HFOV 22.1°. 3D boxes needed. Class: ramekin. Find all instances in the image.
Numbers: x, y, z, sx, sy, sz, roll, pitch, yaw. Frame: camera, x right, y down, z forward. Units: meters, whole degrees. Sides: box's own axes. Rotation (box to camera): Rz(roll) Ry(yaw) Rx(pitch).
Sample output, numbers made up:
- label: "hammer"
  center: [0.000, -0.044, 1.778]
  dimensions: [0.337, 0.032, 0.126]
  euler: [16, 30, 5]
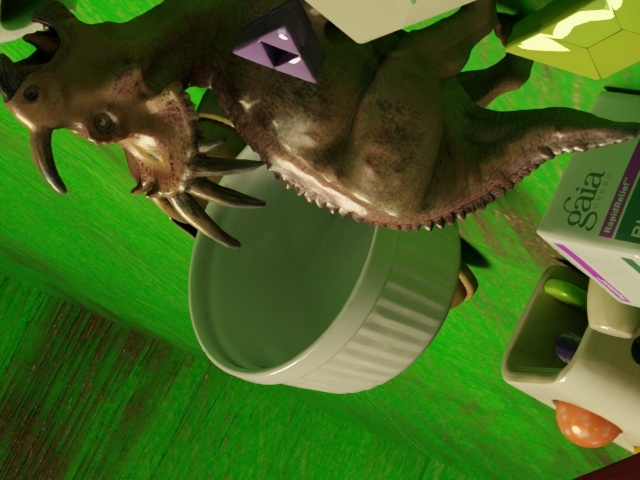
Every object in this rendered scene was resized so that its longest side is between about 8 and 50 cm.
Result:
- label: "ramekin"
  center: [0.008, 0.016, 1.217]
  dimensions: [0.109, 0.207, 0.207]
  euler: [24, 172, -39]

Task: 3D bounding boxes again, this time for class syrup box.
- label: "syrup box"
  center: [0.240, -0.006, 0.857]
  dimensions: [0.237, 0.093, 0.096]
  euler: [14, 164, 46]

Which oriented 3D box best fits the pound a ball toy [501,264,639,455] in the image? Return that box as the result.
- label: "pound a ball toy"
  center: [0.280, 0.120, 1.229]
  dimensions: [0.319, 0.135, 0.208]
  euler: [29, 168, -17]

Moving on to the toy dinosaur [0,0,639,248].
- label: "toy dinosaur"
  center: [0.003, -0.065, 0.848]
  dimensions: [0.296, 0.200, 0.127]
  euler: [25, 169, 4]

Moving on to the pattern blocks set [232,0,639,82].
- label: "pattern blocks set"
  center: [0.023, -0.147, 0.646]
  dimensions: [0.285, 0.026, 0.325]
  euler: [28, 151, -16]

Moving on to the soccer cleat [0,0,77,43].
- label: "soccer cleat"
  center: [-0.265, -0.211, 1.034]
  dimensions: [0.143, 0.116, 0.331]
  euler: [-6, 166, 17]

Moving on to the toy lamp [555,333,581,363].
- label: "toy lamp"
  center: [0.316, 0.152, 1.440]
  dimensions: [0.275, 0.080, 0.080]
  euler: [25, 169, 2]

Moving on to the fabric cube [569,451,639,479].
- label: "fabric cube"
  center: [0.338, 0.218, 0.987]
  dimensions: [0.254, 0.258, 0.259]
  euler: [150, 99, -77]

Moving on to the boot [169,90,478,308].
- label: "boot"
  center: [0.000, 0.000, 1.371]
  dimensions: [0.305, 0.115, 0.112]
  euler: [31, 166, -28]
